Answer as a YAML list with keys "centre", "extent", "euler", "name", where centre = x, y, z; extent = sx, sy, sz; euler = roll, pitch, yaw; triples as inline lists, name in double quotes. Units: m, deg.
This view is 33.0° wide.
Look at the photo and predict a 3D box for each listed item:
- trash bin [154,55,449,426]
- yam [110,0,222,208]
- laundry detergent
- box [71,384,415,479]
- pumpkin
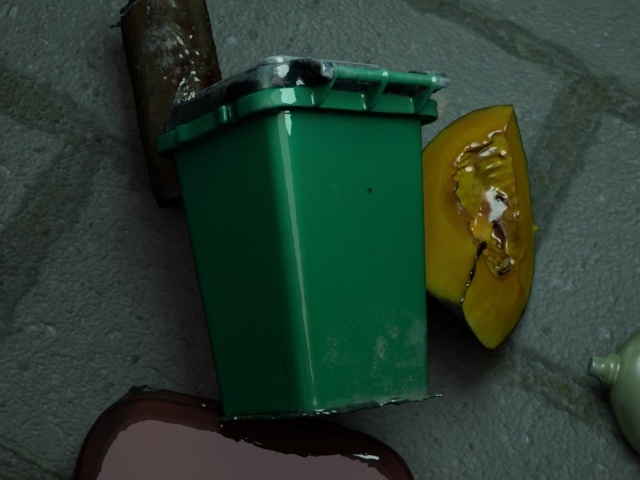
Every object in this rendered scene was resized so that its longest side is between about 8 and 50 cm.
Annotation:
- centre: [0.000, 0.000, 1.194]
  extent: [0.259, 0.295, 0.381]
  euler: [-3, 83, -39]
  name: "trash bin"
- centre: [-0.180, -0.178, 1.375]
  extent: [0.131, 0.131, 0.280]
  euler: [-11, 77, -6]
  name: "yam"
- centre: [0.449, 0.187, 1.310]
  extent: [0.253, 0.091, 0.181]
  euler: [13, 79, 1]
  name: "laundry detergent"
- centre: [-0.090, 0.321, 1.236]
  extent: [0.403, 0.108, 0.263]
  euler: [12, 76, 1]
  name: "box"
- centre: [0.180, 0.000, 1.352]
  extent: [0.148, 0.169, 0.312]
  euler: [1, 56, 32]
  name: "pumpkin"
